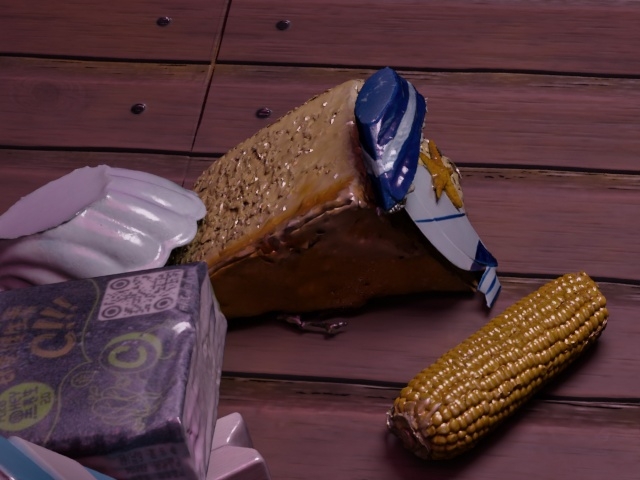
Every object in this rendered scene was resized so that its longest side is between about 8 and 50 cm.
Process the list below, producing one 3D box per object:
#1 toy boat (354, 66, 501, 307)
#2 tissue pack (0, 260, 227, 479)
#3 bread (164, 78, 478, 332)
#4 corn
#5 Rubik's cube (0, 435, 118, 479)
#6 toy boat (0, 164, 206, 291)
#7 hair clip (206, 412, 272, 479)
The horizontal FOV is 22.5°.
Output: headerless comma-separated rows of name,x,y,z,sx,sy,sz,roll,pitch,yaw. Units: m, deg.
toy boat,0.124,-0.043,1.797,0.067,0.291,0.220,-19,30,23
tissue pack,-0.307,0.162,1.694,0.394,0.124,0.288,-9,34,7
bread,0.000,0.000,1.897,0.315,0.279,0.248,-36,39,33
corn,0.199,0.136,1.742,0.293,0.106,0.106,-32,54,-23
Rubik's cube,-0.228,0.398,1.344,0.346,0.344,0.347,35,88,30
toy boat,-0.280,-0.011,1.871,0.290,0.100,0.199,-22,30,13
hair clip,-0.214,0.286,1.667,0.331,0.085,0.101,-22,38,-11
